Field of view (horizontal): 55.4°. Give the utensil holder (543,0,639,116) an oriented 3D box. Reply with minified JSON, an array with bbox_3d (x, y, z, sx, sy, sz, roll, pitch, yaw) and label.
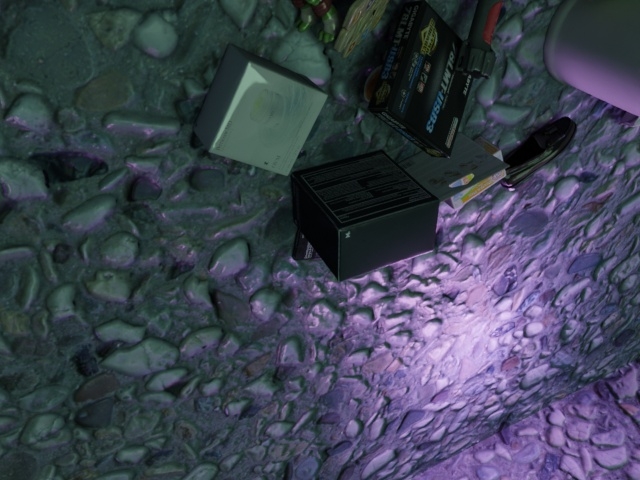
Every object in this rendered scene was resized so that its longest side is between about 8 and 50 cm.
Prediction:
[{"bbox_3d":[0.887,-0.532,1.706,0.327,0.385,0.328,-16,130,-21],"label":"utensil holder"}]

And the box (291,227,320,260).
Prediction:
[{"bbox_3d":[0.000,0.000,1.813,0.162,0.029,0.116,-5,125,-26],"label":"box"}]

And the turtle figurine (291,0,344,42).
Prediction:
[{"bbox_3d":[-0.071,-0.524,1.273,0.266,0.197,0.275,54,45,-52],"label":"turtle figurine"}]

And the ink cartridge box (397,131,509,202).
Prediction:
[{"bbox_3d":[0.359,-0.188,1.744,0.275,0.239,0.060,-27,132,-10],"label":"ink cartridge box"}]

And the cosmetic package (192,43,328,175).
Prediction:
[{"bbox_3d":[-0.143,-0.301,1.434,0.224,0.138,0.224,14,115,-35],"label":"cosmetic package"}]

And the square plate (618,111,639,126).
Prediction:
[{"bbox_3d":[1.088,-0.509,1.934,0.347,0.049,0.344,-61,169,19],"label":"square plate"}]

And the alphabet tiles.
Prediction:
[{"bbox_3d":[0.126,-0.543,1.360,0.284,0.021,0.278,-52,177,-26],"label":"alphabet tiles"}]

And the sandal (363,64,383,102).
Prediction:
[{"bbox_3d":[0.241,-0.416,1.618,0.265,0.076,0.102,-13,128,-22],"label":"sandal"}]

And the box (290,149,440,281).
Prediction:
[{"bbox_3d":[0.112,-0.074,1.644,0.296,0.294,0.183,-17,129,-19],"label":"box"}]

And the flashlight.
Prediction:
[{"bbox_3d":[0.439,-0.567,1.548,0.103,0.103,0.304,8,98,-45],"label":"flashlight"}]

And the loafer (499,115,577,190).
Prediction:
[{"bbox_3d":[0.692,-0.290,1.962,0.302,0.109,0.095,-45,129,9],"label":"loafer"}]

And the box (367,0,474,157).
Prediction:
[{"bbox_3d":[0.274,-0.402,1.560,0.293,0.073,0.296,25,81,-42],"label":"box"}]

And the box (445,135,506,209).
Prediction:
[{"bbox_3d":[0.454,-0.208,1.878,0.203,0.103,0.114,-34,133,-4],"label":"box"}]
